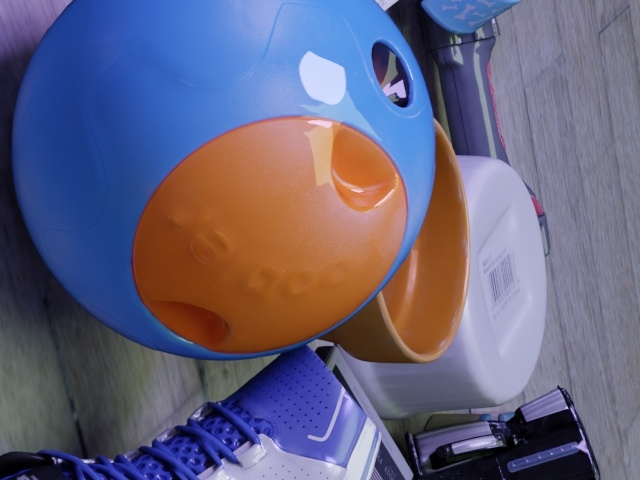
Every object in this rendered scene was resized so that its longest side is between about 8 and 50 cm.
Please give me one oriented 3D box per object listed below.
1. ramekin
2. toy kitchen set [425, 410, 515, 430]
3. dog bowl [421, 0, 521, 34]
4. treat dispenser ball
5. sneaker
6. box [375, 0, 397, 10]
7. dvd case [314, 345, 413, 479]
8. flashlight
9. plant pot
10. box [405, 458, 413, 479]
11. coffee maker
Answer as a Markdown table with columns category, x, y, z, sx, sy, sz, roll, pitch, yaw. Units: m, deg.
| category | x | y | z | sx | sy | sz | roll | pitch | yaw |
| --- | --- | --- | --- | --- | --- | --- | --- | --- | --- |
| ramekin | 0.128 | 0.043 | 1.685 | 0.277 | 0.135 | 0.277 | 7 | 82 | -63 |
| toy kitchen set | 0.199 | 0.291 | 1.818 | 0.166 | 0.122 | 0.207 | 8 | 81 | -63 |
| dog bowl | 0.119 | -0.342 | 1.683 | 0.297 | 0.074 | 0.166 | 45 | 49 | -31 |
| treat dispenser ball | -0.065 | -0.062 | 1.142 | 0.288 | 0.288 | 0.288 | 9 | 80 | -63 |
| sneaker | -0.114 | 0.183 | 1.118 | 0.315 | 0.127 | 0.182 | -48 | 129 | -8 |
| box | -0.010 | -0.205 | 1.512 | 0.324 | 0.067 | 0.063 | -44 | 127 | -55 |
| dvd case | 0.001 | 0.240 | 1.502 | 0.179 | 0.029 | 0.239 | 60 | 41 | -31 |
| flashlight | 0.179 | -0.124 | 1.832 | 0.103 | 0.103 | 0.304 | -175 | -107 | -74 |
| plant pot | 0.000 | 0.000 | 1.376 | 0.205 | 0.187 | 0.205 | 12 | 77 | -63 |
| box | 0.097 | 0.306 | 1.636 | 0.162 | 0.029 | 0.116 | -106 | -178 | -61 |
| coffee maker | 0.190 | 0.252 | 1.689 | 0.120 | 0.178 | 0.171 | -100 | 174 | -86 |
